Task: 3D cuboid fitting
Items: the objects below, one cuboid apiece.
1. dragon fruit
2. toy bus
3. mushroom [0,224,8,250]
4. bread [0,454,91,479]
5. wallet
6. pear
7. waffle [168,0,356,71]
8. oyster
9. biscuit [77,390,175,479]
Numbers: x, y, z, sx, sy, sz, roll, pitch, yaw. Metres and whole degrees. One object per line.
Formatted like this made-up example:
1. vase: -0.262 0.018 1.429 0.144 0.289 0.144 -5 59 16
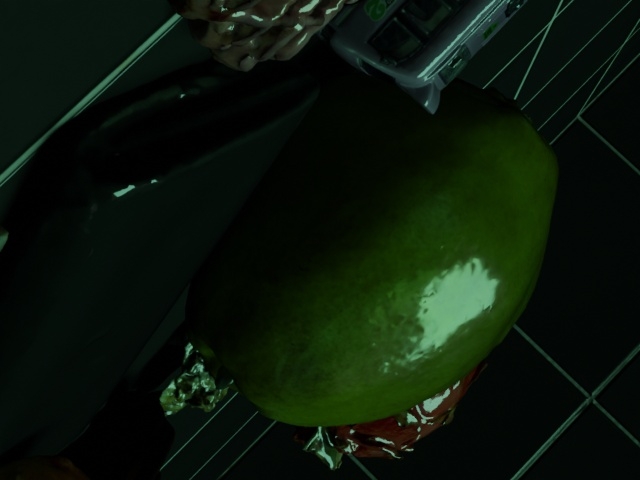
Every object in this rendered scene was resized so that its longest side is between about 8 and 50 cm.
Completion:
1. dragon fruit: 0.081 0.159 1.854 0.342 0.277 0.277 -50 173 -12
2. toy bus: 0.091 -0.183 0.863 0.199 0.108 0.096 -47 171 7
3. mushroom: -0.194 0.010 0.686 0.049 0.019 0.101 -50 170 29
4. bread: -0.286 0.308 0.955 0.295 0.114 0.328 -33 162 -32
5. wallet: -0.162 0.049 0.894 0.228 0.062 0.406 -35 167 -52
6. pear: 0.038 0.004 1.037 0.321 0.269 0.269 -41 171 -3
7. waffle: 0.014 -0.180 0.688 0.221 0.055 0.234 -42 171 -23
8. oyster: -0.106 0.122 1.465 0.214 0.083 0.223 -38 175 -31
9. biscuit: -0.260 0.342 1.328 0.407 0.091 0.407 -58 -177 4
